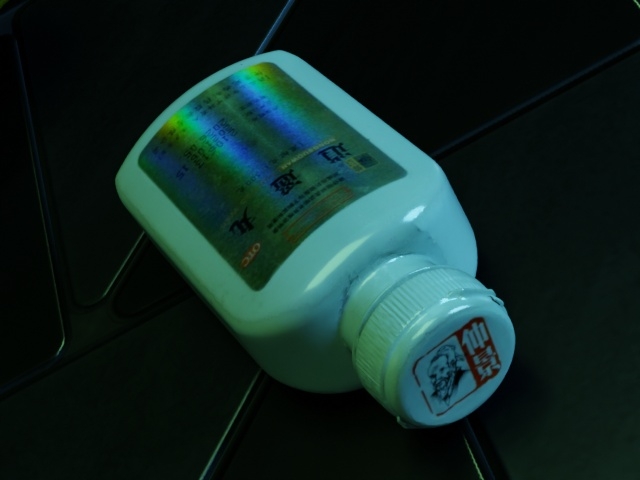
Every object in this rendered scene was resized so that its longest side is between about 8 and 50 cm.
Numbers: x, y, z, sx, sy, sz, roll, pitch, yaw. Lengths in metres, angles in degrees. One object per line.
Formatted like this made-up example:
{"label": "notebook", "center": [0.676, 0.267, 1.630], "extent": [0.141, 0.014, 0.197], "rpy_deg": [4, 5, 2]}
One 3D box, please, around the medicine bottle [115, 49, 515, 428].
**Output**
{"label": "medicine bottle", "center": [0.000, 0.000, 0.653], "extent": [0.121, 0.083, 0.229], "rpy_deg": [-38, 44, -8]}

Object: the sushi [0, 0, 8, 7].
{"label": "sushi", "center": [-0.381, -0.149, 0.851], "extent": [0.285, 0.328, 0.328], "rpy_deg": [15, 60, 27]}
